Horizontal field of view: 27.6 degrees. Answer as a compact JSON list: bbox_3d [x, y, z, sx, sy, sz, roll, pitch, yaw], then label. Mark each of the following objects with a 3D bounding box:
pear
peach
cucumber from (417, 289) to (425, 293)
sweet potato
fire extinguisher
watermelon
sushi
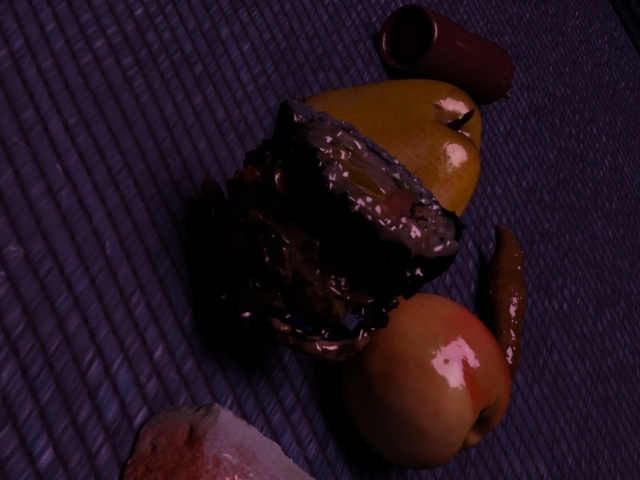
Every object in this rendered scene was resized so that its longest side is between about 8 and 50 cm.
[{"bbox_3d":[0.113,-0.108,1.550,0.267,0.178,0.267,52,11,-14],"label":"pear"},{"bbox_3d":[0.104,0.141,1.352,0.184,0.184,0.184,38,34,-33],"label":"peach"},{"bbox_3d":[0.058,0.027,1.503,0.187,0.058,0.058,48,30,-19],"label":"cucumber"},{"bbox_3d":[0.245,0.086,1.744,0.067,0.067,0.274,40,40,-30],"label":"sweet potato"},{"bbox_3d":[0.216,-0.285,2.005,0.344,0.102,0.138,11,52,-54],"label":"fire extinguisher"},{"bbox_3d":[-0.104,0.230,1.040,0.154,0.094,0.241,47,32,-7],"label":"watermelon"},{"bbox_3d":[-0.004,0.004,1.269,0.225,0.219,0.238,36,11,-17],"label":"sushi"}]
